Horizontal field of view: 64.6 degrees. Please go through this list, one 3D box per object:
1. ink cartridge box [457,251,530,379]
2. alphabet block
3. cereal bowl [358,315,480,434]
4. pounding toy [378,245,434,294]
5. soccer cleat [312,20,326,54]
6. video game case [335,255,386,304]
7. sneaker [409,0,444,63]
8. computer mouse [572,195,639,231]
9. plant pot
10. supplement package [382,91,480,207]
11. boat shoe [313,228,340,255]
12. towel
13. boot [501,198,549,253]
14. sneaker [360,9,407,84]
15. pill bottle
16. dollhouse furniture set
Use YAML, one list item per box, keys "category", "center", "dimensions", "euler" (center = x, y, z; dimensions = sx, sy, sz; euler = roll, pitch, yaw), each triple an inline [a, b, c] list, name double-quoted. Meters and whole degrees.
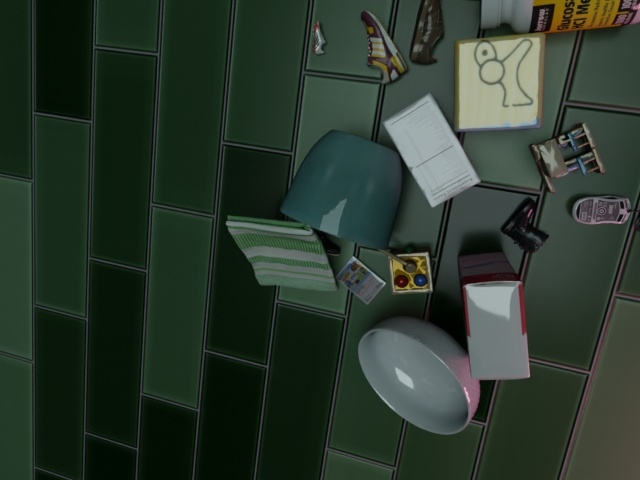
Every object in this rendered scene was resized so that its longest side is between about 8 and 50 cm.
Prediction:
- category: "ink cartridge box"
  center: [0.408, 0.167, 1.220]
  dimensions: [0.131, 0.306, 0.226]
  euler: [-6, 100, 16]
- category: "alphabet block"
  center: [0.405, -0.354, 1.171]
  dimensions: [0.192, 0.193, 0.197]
  euler: [1, 102, 14]
- category: "cereal bowl"
  center: [0.273, 0.334, 1.344]
  dimensions: [0.339, 0.141, 0.339]
  euler: [29, 138, 29]
- category: "pounding toy"
  center: [0.230, 0.070, 1.357]
  dimensions: [0.130, 0.100, 0.141]
  euler: [-5, 100, 16]
- category: "soccer cleat"
  center: [-0.002, -0.534, 1.335]
  dimensions: [0.035, 0.029, 0.083]
  euler: [6, 106, 5]
- category: "video game case"
  center: [0.114, 0.113, 1.446]
  dimensions: [0.122, 0.011, 0.087]
  euler: [40, 109, 4]
- category: "sneaker"
  center: [0.273, -0.534, 1.248]
  dimensions: [0.071, 0.066, 0.188]
  euler: [11, 110, -4]
- category: "computer mouse"
  center: [0.709, -0.077, 1.227]
  dimensions: [0.193, 0.042, 0.106]
  euler: [3, 107, 9]
- category: "plant pot"
  center: [0.073, -0.138, 1.272]
  dimensions: [0.293, 0.293, 0.235]
  euler: [21, 97, 10]
- category: "supplement package"
  center: [0.278, -0.222, 1.264]
  dimensions: [0.139, 0.134, 0.244]
  euler: [-29, 92, 18]
- category: "boat shoe"
  center: [-0.001, 0.001, 1.434]
  dimensions: [0.133, 0.049, 0.042]
  euler: [29, 116, 13]
- category: "towel"
  center: [-0.097, 0.046, 1.364]
  dimensions: [0.247, 0.038, 0.325]
  euler: [5, 147, 16]
- category: "boot"
  center: [0.531, -0.032, 1.282]
  dimensions: [0.099, 0.045, 0.121]
  euler: [38, 116, 8]
- category: "sneaker"
  center: [0.140, -0.488, 1.282]
  dimensions: [0.084, 0.069, 0.185]
  euler: [-33, 90, 14]
- category: "pill bottle"
  center: [0.521, -0.552, 1.100]
  dimensions: [0.333, 0.188, 0.188]
  euler: [-1, 101, 16]
- category: "dollhouse furniture set"
  center: [0.576, -0.185, 1.163]
  dimensions: [0.129, 0.183, 0.129]
  euler: [-23, 95, 19]
